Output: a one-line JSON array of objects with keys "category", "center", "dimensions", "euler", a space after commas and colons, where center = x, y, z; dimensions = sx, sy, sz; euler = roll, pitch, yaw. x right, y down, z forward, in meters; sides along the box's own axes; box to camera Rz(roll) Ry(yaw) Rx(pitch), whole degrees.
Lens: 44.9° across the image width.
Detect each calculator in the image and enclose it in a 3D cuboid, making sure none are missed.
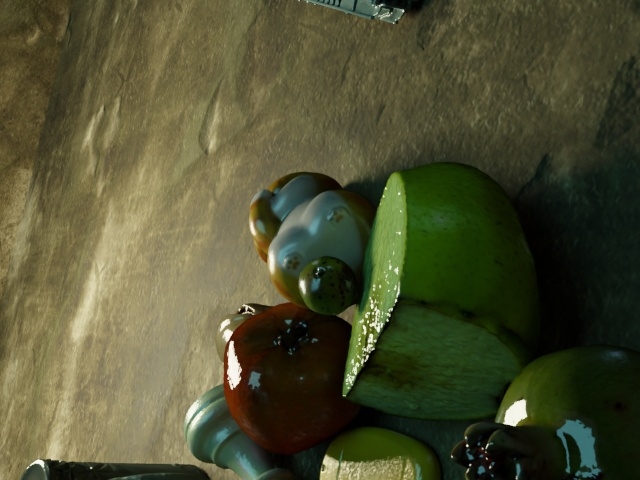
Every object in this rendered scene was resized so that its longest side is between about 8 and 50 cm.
[{"category": "calculator", "center": [0.075, 0.300, 0.922], "dimensions": [0.235, 0.032, 0.146], "euler": [1, 77, 54]}]

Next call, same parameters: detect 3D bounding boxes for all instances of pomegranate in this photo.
[{"category": "pomegranate", "center": [0.015, 0.058, 0.909], "dimensions": [0.073, 0.084, 0.073], "euler": [-38, 27, 24]}, {"category": "pomegranate", "center": [0.208, 0.167, 0.639], "dimensions": [0.179, 0.210, 0.179], "euler": [-60, 10, 17]}]

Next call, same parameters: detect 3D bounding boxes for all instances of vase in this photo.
[{"category": "vase", "center": [-0.310, 0.410, 1.215], "dimensions": [0.251, 0.301, 0.156], "euler": [-35, 49, 31]}]

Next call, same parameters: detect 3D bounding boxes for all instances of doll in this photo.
[{"category": "doll", "center": [-0.006, -0.007, 1.050], "dimensions": [0.167, 0.162, 0.269], "euler": [-40, 33, 0]}]

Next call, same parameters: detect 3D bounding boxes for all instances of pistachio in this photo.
[{"category": "pistachio", "center": [-0.104, 0.151, 1.194], "dimensions": [0.149, 0.113, 0.113], "euler": [135, 140, -58]}]

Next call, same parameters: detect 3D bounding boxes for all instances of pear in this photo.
[{"category": "pear", "center": [0.131, 0.041, 0.832], "dimensions": [0.292, 0.159, 0.292], "euler": [-171, 90, -85]}]

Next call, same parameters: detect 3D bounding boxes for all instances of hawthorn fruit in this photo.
[{"category": "hawthorn fruit", "center": [-0.034, 0.196, 1.026], "dimensions": [0.196, 0.197, 0.225], "euler": [-114, 21, -45]}]

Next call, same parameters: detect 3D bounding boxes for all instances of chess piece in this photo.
[{"category": "chess piece", "center": [-0.077, 0.329, 1.071], "dimensions": [0.271, 0.139, 0.139], "euler": [48, 116, 40]}]

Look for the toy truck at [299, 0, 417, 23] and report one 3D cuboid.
[{"category": "toy truck", "center": [0.038, -0.450, 1.222], "dimensions": [0.338, 0.133, 0.184], "euler": [32, 119, 53]}]
